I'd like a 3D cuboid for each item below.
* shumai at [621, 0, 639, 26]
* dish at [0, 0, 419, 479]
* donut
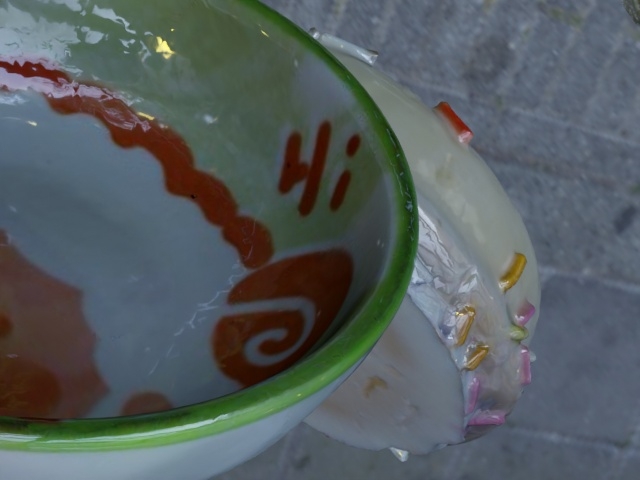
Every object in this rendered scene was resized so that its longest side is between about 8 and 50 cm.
[{"bbox_3d":[0.270,-0.239,1.295,0.145,0.116,0.145,-17,122,-30],"label":"shumai"},{"bbox_3d":[-0.131,0.002,0.659,0.324,0.324,0.124,3,131,-18],"label":"dish"},{"bbox_3d":[0.000,0.000,1.162,0.142,0.383,0.382,-51,126,-25],"label":"donut"}]
